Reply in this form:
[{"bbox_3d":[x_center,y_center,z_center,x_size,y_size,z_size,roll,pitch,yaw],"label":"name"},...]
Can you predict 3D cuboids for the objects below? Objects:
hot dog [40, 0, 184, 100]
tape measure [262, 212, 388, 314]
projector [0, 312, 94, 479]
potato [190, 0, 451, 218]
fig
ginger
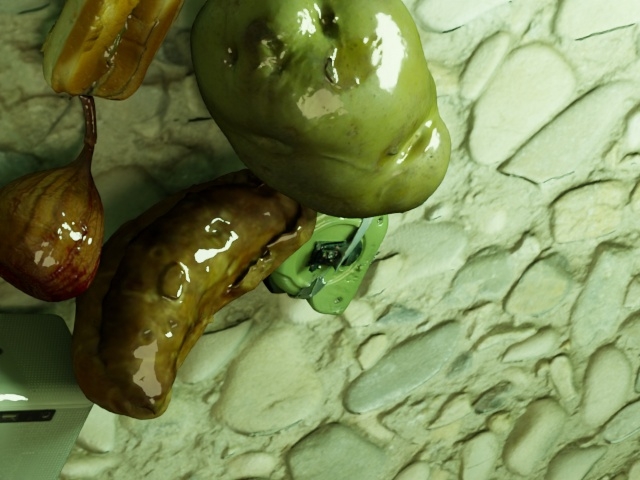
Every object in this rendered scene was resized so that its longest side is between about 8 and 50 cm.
[{"bbox_3d":[-0.180,-0.236,1.492,0.109,0.072,0.269,8,125,-39],"label":"hot dog"},{"bbox_3d":[0.000,0.000,1.814,0.154,0.087,0.177,7,122,-36],"label":"tape measure"},{"bbox_3d":[-0.384,0.180,1.689,0.243,0.163,0.177,3,126,-40],"label":"projector"},{"bbox_3d":[0.011,-0.140,1.599,0.218,0.202,0.351,-36,136,-3],"label":"potato"},{"bbox_3d":[-0.266,-0.042,1.608,0.134,0.146,0.201,38,67,-40],"label":"fig"},{"bbox_3d":[-0.152,0.035,1.675,0.321,0.172,0.165,-51,166,-14],"label":"ginger"}]
